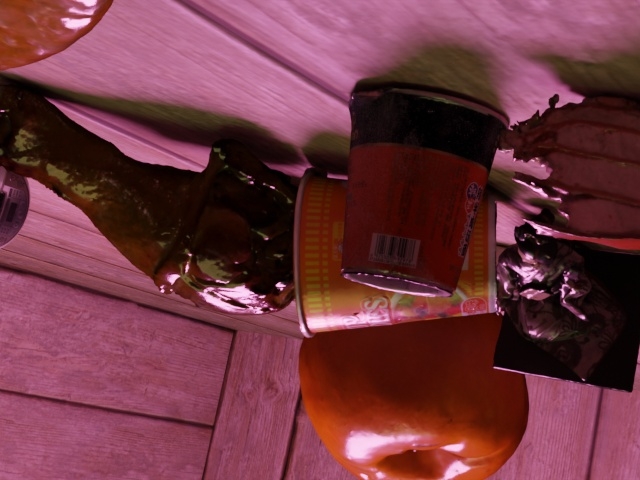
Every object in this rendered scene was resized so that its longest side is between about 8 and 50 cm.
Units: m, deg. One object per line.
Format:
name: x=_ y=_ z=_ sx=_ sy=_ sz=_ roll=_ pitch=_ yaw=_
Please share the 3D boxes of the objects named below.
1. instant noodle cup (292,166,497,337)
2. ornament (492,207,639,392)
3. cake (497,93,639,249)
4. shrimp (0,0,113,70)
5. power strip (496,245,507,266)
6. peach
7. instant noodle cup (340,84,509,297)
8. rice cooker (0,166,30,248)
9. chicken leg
instant noodle cup: x=0.078 y=0.012 z=1.055 sx=0.185 sy=0.168 sz=0.168 roll=0 pitch=169 yaw=8
ornament: x=0.234 y=0.044 z=1.117 sx=0.166 sy=0.153 sz=0.196 roll=6 pitch=160 yaw=27
cake: x=0.258 y=-0.037 z=0.697 sx=0.287 sy=0.098 sz=0.135 roll=8 pitch=172 yaw=-5
shrimp: x=-0.298 y=-0.168 z=0.649 sx=0.272 sy=0.085 sz=0.445 roll=25 pitch=162 yaw=-35
power strip: x=0.118 y=0.018 z=1.348 sx=0.270 sy=0.046 sz=0.118 roll=10 pitch=171 yaw=4
peach: x=0.132 y=0.189 z=1.574 sx=0.343 sy=0.301 sz=0.343 roll=2 pitch=143 yaw=1
instant noodle cup: x=0.070 y=-0.032 z=0.819 sx=0.127 sy=0.135 sz=0.127 roll=11 pitch=172 yaw=2
rice cooker: x=-0.443 y=-0.061 z=1.270 sx=0.206 sy=0.145 sz=0.127 roll=19 pitch=179 yaw=-24
chicken leg: x=-0.148 y=-0.040 z=1.048 sx=0.361 sy=0.140 sz=0.211 roll=36 pitch=130 yaw=-29
